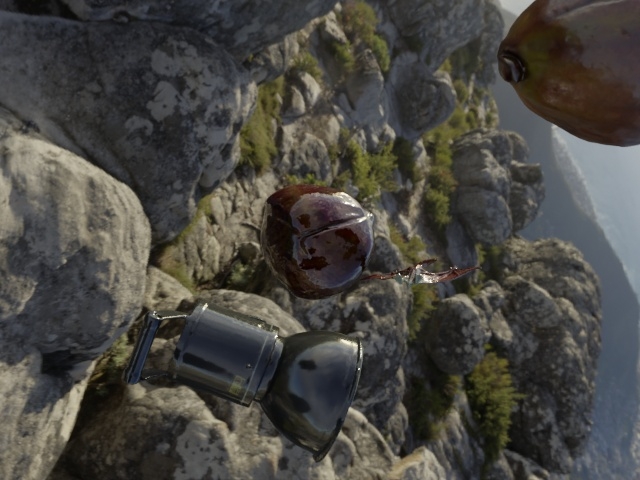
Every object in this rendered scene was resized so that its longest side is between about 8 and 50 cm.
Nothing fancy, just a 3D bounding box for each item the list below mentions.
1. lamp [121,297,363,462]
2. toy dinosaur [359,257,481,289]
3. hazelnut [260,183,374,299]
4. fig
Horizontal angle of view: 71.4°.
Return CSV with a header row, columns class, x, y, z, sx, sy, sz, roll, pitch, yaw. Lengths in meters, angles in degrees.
class,x,y,z,sx,sy,sz,roll,pitch,yaw
lamp,-0.082,0.141,0.528,0.228,0.172,0.147,23,96,-2
toy dinosaur,0.161,0.057,0.762,0.108,0.220,0.032,-26,107,-58
hazelnut,0.000,0.000,0.839,0.230,0.230,0.229,17,65,-43
fig,0.374,-0.238,0.571,0.263,0.224,0.224,29,51,2
